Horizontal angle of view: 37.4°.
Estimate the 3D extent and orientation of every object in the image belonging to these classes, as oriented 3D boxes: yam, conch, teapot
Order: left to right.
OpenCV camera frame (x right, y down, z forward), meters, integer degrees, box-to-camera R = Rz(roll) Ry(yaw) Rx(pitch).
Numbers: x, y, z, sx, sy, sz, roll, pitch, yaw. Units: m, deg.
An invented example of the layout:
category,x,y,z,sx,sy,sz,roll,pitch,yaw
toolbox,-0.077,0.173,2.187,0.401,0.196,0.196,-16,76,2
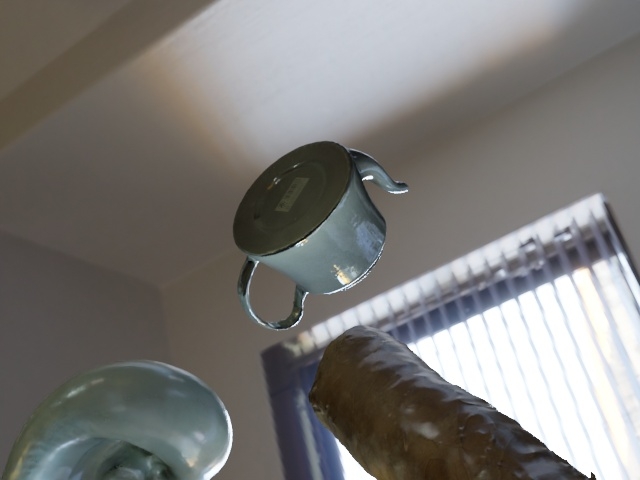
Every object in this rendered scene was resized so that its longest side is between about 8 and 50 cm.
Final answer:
category,x,y,z,sx,sy,sz,roll,pitch,yaw
conch,-0.189,0.200,0.876,0.121,0.221,0.185,-116,4,-68
teapot,0.000,0.000,1.084,0.149,0.239,0.162,46,171,-37
yam,0.074,0.106,0.405,0.066,0.066,0.300,52,170,-23
